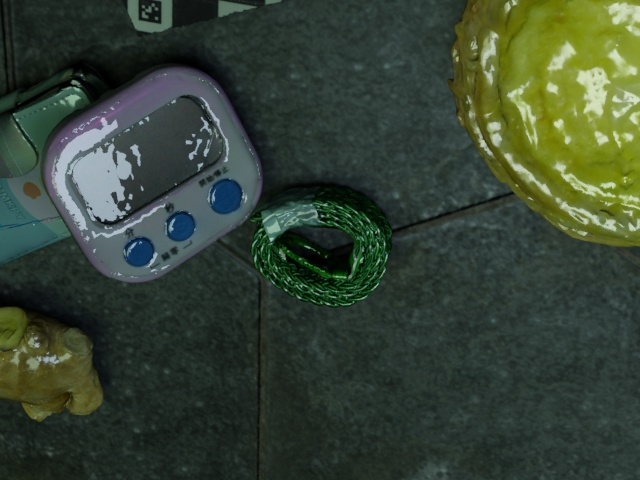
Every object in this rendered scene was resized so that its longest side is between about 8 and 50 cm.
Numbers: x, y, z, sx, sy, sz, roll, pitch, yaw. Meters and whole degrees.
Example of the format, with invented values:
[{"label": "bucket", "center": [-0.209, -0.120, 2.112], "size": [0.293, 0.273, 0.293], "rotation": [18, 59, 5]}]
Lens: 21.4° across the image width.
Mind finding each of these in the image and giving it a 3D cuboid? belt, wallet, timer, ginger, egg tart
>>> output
[{"label": "belt", "center": [0.000, 0.000, 1.772], "size": [0.151, 0.079, 0.121], "rotation": [9, 113, 0]}, {"label": "wallet", "center": [-0.305, -0.076, 1.827], "size": [0.250, 0.075, 0.176], "rotation": [-20, 115, 27]}, {"label": "timer", "center": [-0.172, -0.070, 1.732], "size": [0.208, 0.069, 0.190], "rotation": [-32, 112, -11]}, {"label": "ginger", "center": [-0.357, 0.134, 1.956], "size": [0.216, 0.102, 0.157], "rotation": [9, 146, 10]}, {"label": "egg tart", "center": [0.292, -0.156, 1.538], "size": [0.345, 0.132, 0.345], "rotation": [8, 122, 13]}]

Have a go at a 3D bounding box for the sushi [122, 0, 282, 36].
[{"label": "sushi", "center": [-0.112, -0.329, 1.624], "size": [0.290, 0.050, 0.264], "rotation": [-13, 115, 24]}]
